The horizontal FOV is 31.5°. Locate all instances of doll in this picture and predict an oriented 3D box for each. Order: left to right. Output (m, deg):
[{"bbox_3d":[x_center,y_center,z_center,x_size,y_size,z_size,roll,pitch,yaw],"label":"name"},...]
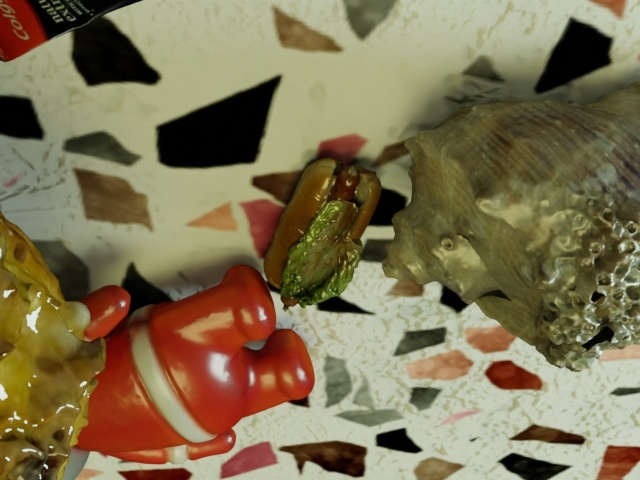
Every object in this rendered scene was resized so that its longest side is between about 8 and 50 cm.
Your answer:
[{"bbox_3d":[-0.177,0.116,0.801,0.336,0.105,0.200,-21,136,9],"label":"doll"}]

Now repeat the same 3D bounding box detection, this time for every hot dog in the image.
[{"bbox_3d":[0.000,0.000,0.716,0.056,0.041,0.133,13,135,-15],"label":"hot dog"}]

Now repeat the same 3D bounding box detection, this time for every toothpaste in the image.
[{"bbox_3d":[-0.105,-0.140,0.563,0.193,0.045,0.071,-15,136,22],"label":"toothpaste"}]

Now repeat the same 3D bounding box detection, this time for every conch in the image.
[{"bbox_3d":[0.155,-0.015,0.664,0.245,0.163,0.178,-24,169,-1],"label":"conch"}]

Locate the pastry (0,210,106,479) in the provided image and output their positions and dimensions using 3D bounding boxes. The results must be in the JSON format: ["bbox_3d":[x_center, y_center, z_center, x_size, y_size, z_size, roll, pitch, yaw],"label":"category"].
[{"bbox_3d":[-0.333,0.052,0.578,0.405,0.292,0.337,-10,118,25],"label":"pastry"}]
